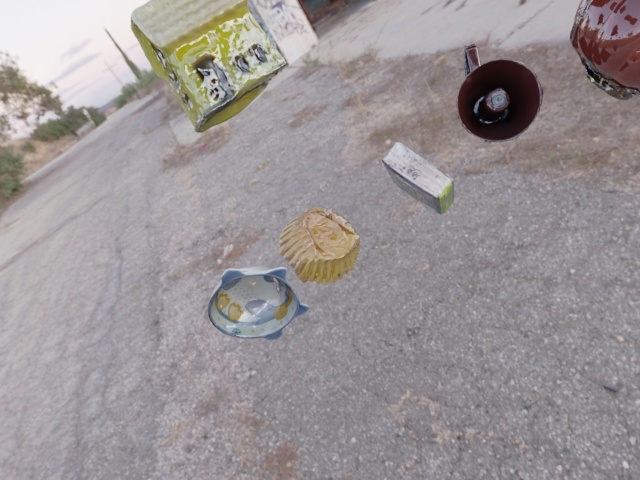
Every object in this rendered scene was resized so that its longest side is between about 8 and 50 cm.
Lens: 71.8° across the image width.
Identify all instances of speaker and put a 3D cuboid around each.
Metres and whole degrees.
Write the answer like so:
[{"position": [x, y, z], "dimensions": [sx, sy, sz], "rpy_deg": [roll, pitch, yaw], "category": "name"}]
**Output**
[{"position": [0.428, -0.390, 1.205], "dimensions": [0.198, 0.259, 0.329], "rpy_deg": [-41, 4, 14], "category": "speaker"}]

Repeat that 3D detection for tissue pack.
[{"position": [0.258, -0.152, 1.141], "dimensions": [0.073, 0.173, 0.235], "rpy_deg": [-53, -19, 4], "category": "tissue pack"}]

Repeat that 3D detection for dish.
[{"position": [-0.143, 0.124, 1.017], "dimensions": [0.227, 0.236, 0.086], "rpy_deg": [-5, 39, -11], "category": "dish"}]

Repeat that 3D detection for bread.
[{"position": [0.000, 0.000, 1.416], "dimensions": [0.274, 0.149, 0.274], "rpy_deg": [3, 54, -4], "category": "bread"}]

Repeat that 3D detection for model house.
[{"position": [-0.208, -0.346, 0.797], "dimensions": [0.193, 0.234, 0.174], "rpy_deg": [-38, 11, -14], "category": "model house"}]

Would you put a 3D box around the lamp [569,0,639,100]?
[{"position": [0.652, -0.412, 0.859], "dimensions": [0.303, 0.303, 0.257], "rpy_deg": [-60, -1, -45], "category": "lamp"}]
